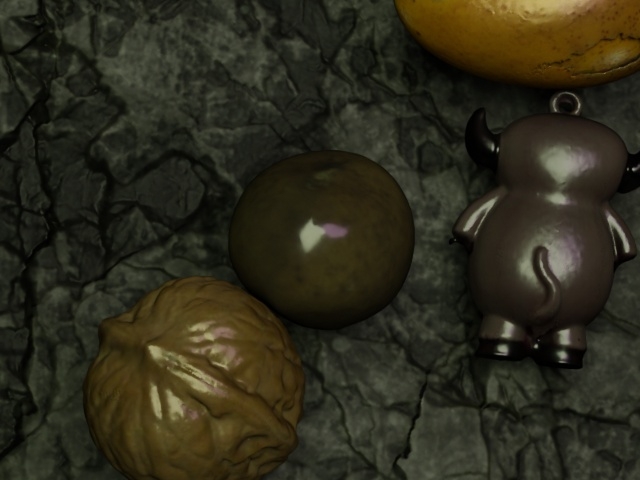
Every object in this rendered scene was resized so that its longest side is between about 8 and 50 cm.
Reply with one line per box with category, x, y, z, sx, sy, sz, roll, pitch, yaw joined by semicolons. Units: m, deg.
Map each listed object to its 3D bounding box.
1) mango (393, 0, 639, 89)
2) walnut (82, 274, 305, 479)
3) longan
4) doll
mango;0.211;-0.222;1.777;0.290;0.159;0.191;-8;38;-13
walnut;-0.111;0.128;1.675;0.213;0.213;0.213;0;75;-2
longan;0.000;0.000;1.728;0.167;0.187;0.167;1;94;23
doll;0.211;-0.012;1.768;0.182;0.117;0.257;8;75;-1
